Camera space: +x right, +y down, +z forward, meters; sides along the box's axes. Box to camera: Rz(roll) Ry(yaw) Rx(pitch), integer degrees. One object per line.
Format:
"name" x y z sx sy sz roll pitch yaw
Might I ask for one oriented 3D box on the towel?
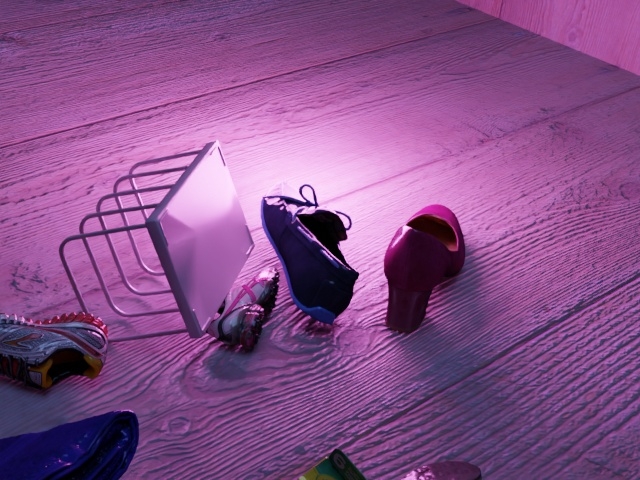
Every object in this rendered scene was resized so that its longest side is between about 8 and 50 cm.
"towel" -0.356 0.282 1.174 0.308 0.076 0.228 -17 11 33

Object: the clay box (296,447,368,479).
"clay box" 0.006 0.321 1.147 0.053 0.222 0.127 -29 67 -38

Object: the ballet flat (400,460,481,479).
"ballet flat" 0.116 0.337 1.351 0.084 0.058 0.250 4 17 39

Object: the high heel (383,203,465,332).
"high heel" 0.186 -0.015 1.823 0.127 0.181 0.377 12 31 6

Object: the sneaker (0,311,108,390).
"sneaker" -0.402 0.154 1.496 0.225 0.088 0.092 -5 43 -11

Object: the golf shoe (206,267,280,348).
"golf shoe" -0.115 0.092 1.685 0.086 0.067 0.186 12 31 10

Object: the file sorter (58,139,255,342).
"file sorter" -0.242 0.002 1.663 0.173 0.192 0.277 -8 26 19

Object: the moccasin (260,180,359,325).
"moccasin" 0.000 0.000 1.793 0.138 0.117 0.342 24 25 -35
